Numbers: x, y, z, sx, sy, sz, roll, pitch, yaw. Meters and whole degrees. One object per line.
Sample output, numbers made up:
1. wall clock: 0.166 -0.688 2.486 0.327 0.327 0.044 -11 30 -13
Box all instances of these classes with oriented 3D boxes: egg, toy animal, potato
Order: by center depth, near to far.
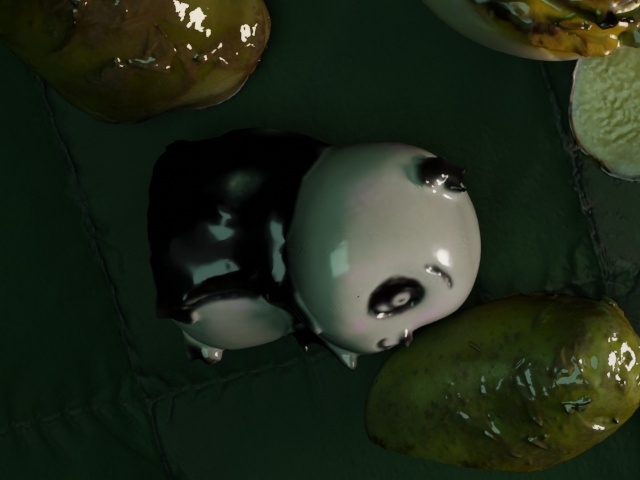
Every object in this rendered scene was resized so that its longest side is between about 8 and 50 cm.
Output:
1. egg: 0.204 -0.263 1.788 0.286 0.264 0.174 31 151 11
2. potato: 0.330 -0.148 1.839 0.164 0.081 0.200 41 104 12
3. toy animal: 0.000 0.000 1.868 0.310 0.251 0.251 -4 100 7
4. potato: -0.208 -0.237 1.891 0.299 0.196 0.246 42 109 1
5. potato: 0.182 0.146 1.905 0.298 0.141 0.176 -15 92 25
